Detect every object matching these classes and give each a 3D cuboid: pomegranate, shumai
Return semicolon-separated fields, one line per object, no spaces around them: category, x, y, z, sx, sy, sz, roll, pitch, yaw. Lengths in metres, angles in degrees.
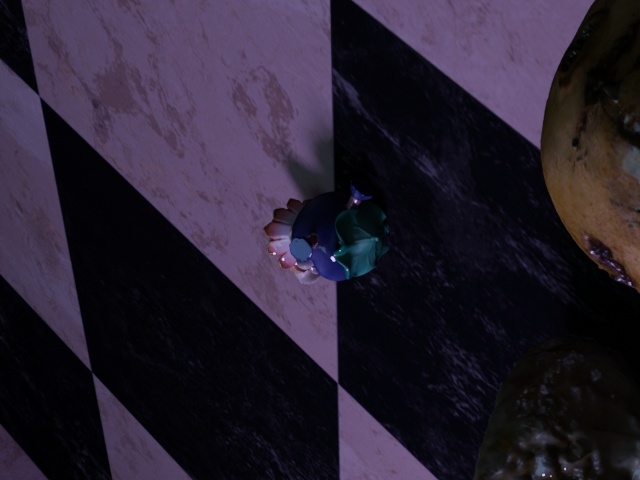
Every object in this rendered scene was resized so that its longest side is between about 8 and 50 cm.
pomegranate;0.271;-0.077;1.265;0.260;0.260;0.260;43;153;29
shumai;0.261;0.217;1.681;0.218;0.256;0.189;14;165;17

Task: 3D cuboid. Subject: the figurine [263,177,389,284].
figurine;0.000;0.000;2.023;0.102;0.111;0.195;43;160;-19
